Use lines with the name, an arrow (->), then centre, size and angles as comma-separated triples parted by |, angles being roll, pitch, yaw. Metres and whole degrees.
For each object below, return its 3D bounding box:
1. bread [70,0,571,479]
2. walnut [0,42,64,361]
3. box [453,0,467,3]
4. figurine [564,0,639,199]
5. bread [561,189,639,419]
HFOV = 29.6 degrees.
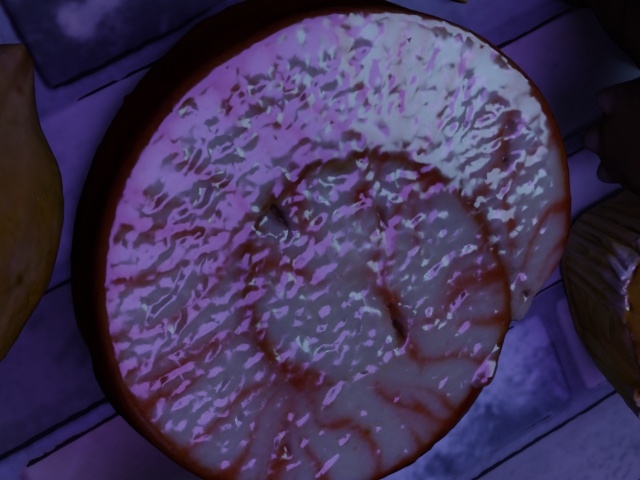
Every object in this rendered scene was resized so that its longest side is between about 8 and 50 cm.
bread -> -0.004, 0.000, 0.774 | 0.295, 0.114, 0.327 | 37, 90, -26
walnut -> -0.246, 0.016, 0.638 | 0.298, 0.203, 0.203 | -48, 116, -8
box -> 0.050, -0.226, 0.786 | 0.156, 0.022, 0.089 | 25, 93, -26
figurine -> 0.255, -0.098, 0.795 | 0.177, 0.247, 0.173 | -14, 119, -17
bread -> 0.323, 0.011, 0.909 | 0.288, 0.119, 0.152 | -24, 115, -15
